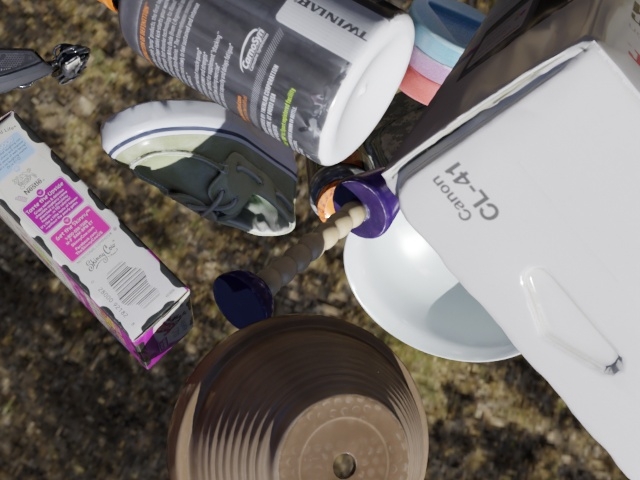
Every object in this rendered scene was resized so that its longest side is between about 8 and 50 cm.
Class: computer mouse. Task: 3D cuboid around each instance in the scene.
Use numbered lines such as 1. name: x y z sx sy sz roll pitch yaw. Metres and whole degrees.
1. computer mouse: -0.484 -0.248 1.613 0.272 0.072 0.188 -2 -179 -16

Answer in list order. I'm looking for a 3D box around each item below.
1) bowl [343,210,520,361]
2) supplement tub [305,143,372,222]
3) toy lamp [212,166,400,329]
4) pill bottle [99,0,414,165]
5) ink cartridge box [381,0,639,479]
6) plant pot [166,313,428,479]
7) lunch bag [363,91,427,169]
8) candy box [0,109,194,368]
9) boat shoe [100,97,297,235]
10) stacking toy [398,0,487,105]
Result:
1. bowl: 0.191 0.014 1.457 0.298 0.134 0.297 14 134 16
2. supplement tub: 0.034 -0.106 1.855 0.117 0.190 0.117 -1 124 -2
3. toy lamp: 0.000 0.000 1.153 0.080 0.275 0.080 25 133 30
4. pill bottle: -0.062 -0.169 0.821 0.246 0.130 0.130 32 135 14
5. ink cartridge box: 0.187 -0.047 0.615 0.131 0.306 0.226 -36 102 32
6. plant pot: -0.002 0.182 0.907 0.237 0.237 0.110 41 166 -17
7. lunch bag: 0.234 -0.141 1.726 0.305 0.256 0.212 -24 120 6
8. candy box: -0.221 0.005 1.006 0.233 0.071 0.159 44 165 7
9. boat shoe: -0.101 -0.068 1.085 0.109 0.094 0.302 -22 164 26
10. stacking toy: 0.256 -0.227 1.344 0.309 0.279 0.130 32 127 9
